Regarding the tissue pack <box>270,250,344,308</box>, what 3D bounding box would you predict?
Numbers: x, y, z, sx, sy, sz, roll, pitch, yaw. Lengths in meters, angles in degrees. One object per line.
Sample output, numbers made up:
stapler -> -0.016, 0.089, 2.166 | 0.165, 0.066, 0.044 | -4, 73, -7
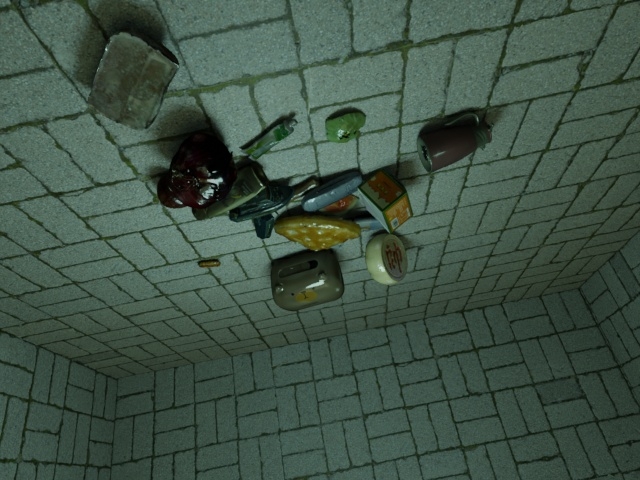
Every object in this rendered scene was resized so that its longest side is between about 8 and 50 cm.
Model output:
tissue pack -> -0.078, 0.211, 2.295 | 0.386, 0.268, 0.277 | -15, 147, 10

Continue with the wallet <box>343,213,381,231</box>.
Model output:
wallet -> 0.216, -0.086, 2.091 | 0.230, 0.070, 0.170 | -4, 167, -4

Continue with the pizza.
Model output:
pizza -> -0.013, -0.046, 1.992 | 0.407, 0.114, 0.278 | 3, 158, 13

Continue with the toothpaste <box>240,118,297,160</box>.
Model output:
toothpaste -> -0.179, -0.361, 1.528 | 0.247, 0.047, 0.078 | -28, 142, 31

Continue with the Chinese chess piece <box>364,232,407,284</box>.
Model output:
Chinese chess piece -> 0.346, 0.098, 2.241 | 0.112, 0.271, 0.269 | -15, 154, 41

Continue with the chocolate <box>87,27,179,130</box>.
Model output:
chocolate -> -0.524, -0.453, 1.207 | 0.185, 0.101, 0.303 | 23, 134, -29

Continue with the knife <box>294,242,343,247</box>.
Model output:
knife -> -0.002, 0.002, 2.200 | 0.265, 0.041, 0.073 | 2, 136, -20

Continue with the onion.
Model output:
onion -> -0.409, -0.249, 1.483 | 0.280, 0.221, 0.281 | -34, 155, -19

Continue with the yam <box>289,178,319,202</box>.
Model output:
yam -> -0.111, -0.197, 1.817 | 0.241, 0.057, 0.056 | -25, 147, 23

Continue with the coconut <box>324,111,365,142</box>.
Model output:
coconut -> 0.081, -0.399, 1.535 | 0.133, 0.055, 0.158 | 10, 142, -34

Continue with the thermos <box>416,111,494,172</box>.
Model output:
thermos -> 0.514, -0.384, 1.635 | 0.264, 0.146, 0.177 | -21, 123, 2

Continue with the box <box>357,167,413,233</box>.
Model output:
box -> 0.283, -0.169, 1.831 | 0.148, 0.178, 0.195 | -38, 147, -1

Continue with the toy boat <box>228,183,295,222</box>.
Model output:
toy boat -> -0.244, -0.165, 1.763 | 0.295, 0.114, 0.122 | -16, 158, 10

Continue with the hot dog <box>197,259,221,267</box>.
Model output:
hot dog -> -0.575, 0.119, 2.216 | 0.121, 0.037, 0.049 | -2, 160, -5

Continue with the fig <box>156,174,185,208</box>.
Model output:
fig -> -0.577, -0.167, 1.651 | 0.146, 0.134, 0.201 | 27, 142, -34

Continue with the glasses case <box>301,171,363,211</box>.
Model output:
glasses case -> 0.050, -0.204, 1.805 | 0.282, 0.067, 0.109 | -27, 152, -2

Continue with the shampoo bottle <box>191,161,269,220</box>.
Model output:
shampoo bottle -> -0.371, -0.185, 1.701 | 0.349, 0.084, 0.126 | -25, 109, 24

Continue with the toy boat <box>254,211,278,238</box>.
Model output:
toy boat -> -0.251, -0.074, 1.940 | 0.103, 0.093, 0.246 | -35, 164, -24

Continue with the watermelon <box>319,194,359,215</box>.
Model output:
watermelon -> 0.059, -0.171, 1.916 | 0.244, 0.063, 0.119 | 8, 131, -28
